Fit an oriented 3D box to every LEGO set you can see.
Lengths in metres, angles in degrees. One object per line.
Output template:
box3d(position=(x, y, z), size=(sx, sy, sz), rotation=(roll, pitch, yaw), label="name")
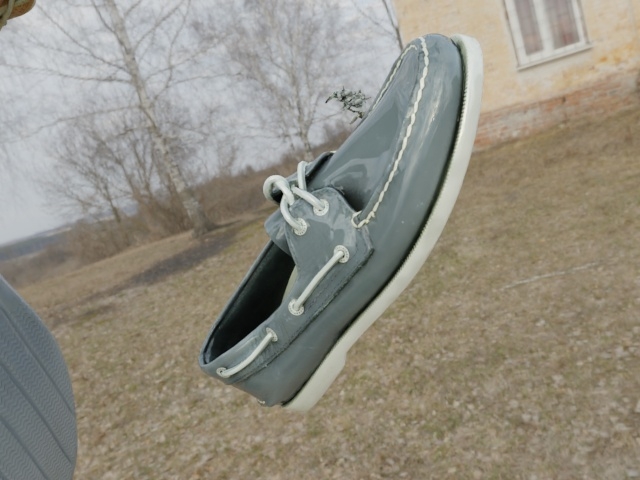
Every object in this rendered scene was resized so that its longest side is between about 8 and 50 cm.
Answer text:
box3d(position=(0.047, -0.152, 0.610), size=(0.083, 0.054, 0.023), rotation=(-3, -35, -6), label="LEGO set")

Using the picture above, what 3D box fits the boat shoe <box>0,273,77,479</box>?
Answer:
box3d(position=(-0.239, 0.061, 0.328), size=(0.094, 0.302, 0.109), rotation=(-2, 31, 12), label="boat shoe")

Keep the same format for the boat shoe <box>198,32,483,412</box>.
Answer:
box3d(position=(0.000, 0.000, 0.391), size=(0.099, 0.319, 0.116), rotation=(18, 31, -15), label="boat shoe")

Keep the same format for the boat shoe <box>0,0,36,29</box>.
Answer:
box3d(position=(-0.299, -0.248, 0.492), size=(0.113, 0.103, 0.302), rotation=(-27, 34, 19), label="boat shoe")
